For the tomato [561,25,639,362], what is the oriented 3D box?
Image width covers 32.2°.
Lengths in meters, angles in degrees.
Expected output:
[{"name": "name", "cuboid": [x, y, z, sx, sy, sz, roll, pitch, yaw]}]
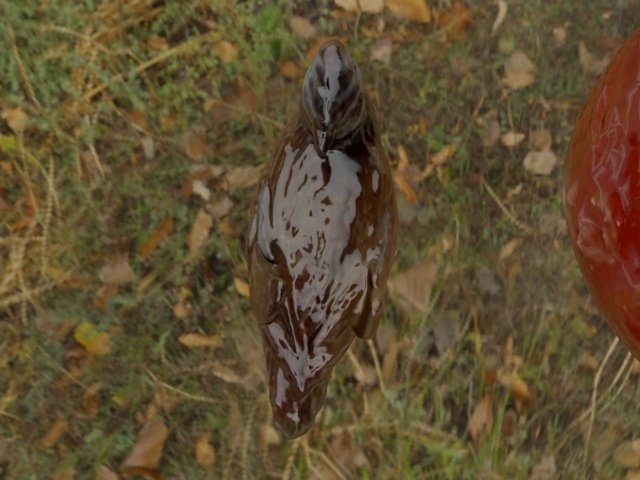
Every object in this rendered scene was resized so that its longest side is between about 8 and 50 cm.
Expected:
[{"name": "tomato", "cuboid": [0.218, -0.008, 0.579, 0.170, 0.309, 0.309, -14, 66, 11]}]

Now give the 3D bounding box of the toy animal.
[{"name": "toy animal", "cuboid": [0.000, 0.000, 0.560, 0.089, 0.179, 0.188, 7, 69, 2]}]
